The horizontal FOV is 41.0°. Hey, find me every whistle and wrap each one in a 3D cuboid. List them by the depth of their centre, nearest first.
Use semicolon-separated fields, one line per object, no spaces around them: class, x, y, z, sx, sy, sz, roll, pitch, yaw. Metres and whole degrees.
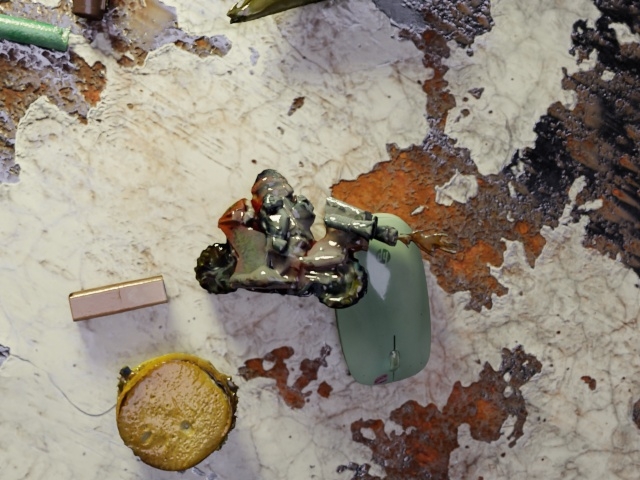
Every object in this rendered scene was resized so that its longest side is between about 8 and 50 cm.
whistle;-0.470;-0.317;1.272;0.186;0.039;0.039;9;92;-14

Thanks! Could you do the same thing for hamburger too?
hamburger;-0.218;0.257;1.328;0.191;0.118;0.181;-21;101;-8

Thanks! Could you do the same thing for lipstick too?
lipstick;-0.314;0.089;1.331;0.146;0.045;0.045;-12;95;-12

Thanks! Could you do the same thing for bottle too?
bottle;-0.345;-0.414;1.284;0.060;0.060;0.164;1;94;-13

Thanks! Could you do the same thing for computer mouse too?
computer mouse;0.104;0.099;1.405;0.160;0.097;0.288;-11;95;-15

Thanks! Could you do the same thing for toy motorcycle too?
toy motorcycle;0.000;0.000;1.307;0.401;0.134;0.207;6;84;21

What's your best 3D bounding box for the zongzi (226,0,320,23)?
zongzi;-0.035;-0.490;1.324;0.289;0.123;0.260;-15;92;-8
